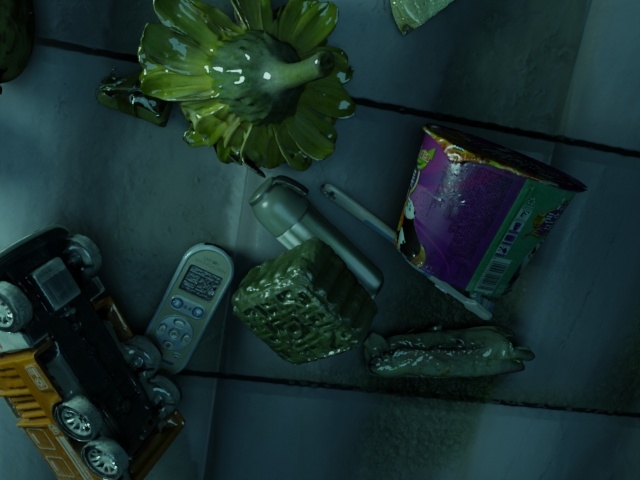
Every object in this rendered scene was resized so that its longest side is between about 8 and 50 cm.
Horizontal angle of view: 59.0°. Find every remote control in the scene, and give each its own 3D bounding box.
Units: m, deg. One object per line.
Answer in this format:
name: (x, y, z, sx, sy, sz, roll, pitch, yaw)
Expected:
remote control: (-0.220, 0.112, 0.922, 0.087, 0.047, 0.244, 28, 100, -11)

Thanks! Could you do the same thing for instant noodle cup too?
instant noodle cup: (0.235, -0.043, 0.854, 0.251, 0.251, 0.190, 16, 111, -12)

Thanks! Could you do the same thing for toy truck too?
toy truck: (-0.385, 0.183, 0.842, 0.207, 0.173, 0.387, -15, 109, 27)

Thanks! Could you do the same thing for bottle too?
bottle: (0.000, 0.000, 0.902, 0.254, 0.079, 0.096, 43, 119, -16)

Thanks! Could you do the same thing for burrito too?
burrito: (0.228, 0.201, 1.001, 0.310, 0.066, 0.096, 0, 110, -8)

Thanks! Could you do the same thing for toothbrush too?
toothbrush: (0.152, 0.025, 0.956, 0.386, 0.040, 0.040, 35, 98, -15)

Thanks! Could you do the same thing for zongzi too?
zongzi: (-0.260, -0.238, 0.820, 0.109, 0.055, 0.119, 17, 90, -11)

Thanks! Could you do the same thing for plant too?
plant: (-0.076, -0.198, 0.782, 0.306, 0.297, 0.261, -13, 137, -28)

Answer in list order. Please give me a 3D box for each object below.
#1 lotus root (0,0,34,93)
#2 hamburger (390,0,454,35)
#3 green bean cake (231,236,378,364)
lotus root: (-0.453, -0.341, 0.709, 0.173, 0.173, 0.308, 0, 101, -8)
hamburger: (0.157, -0.376, 0.842, 0.121, 0.054, 0.084, -34, 103, -1)
green bean cake: (-0.027, 0.105, 0.880, 0.182, 0.094, 0.173, -23, 117, 34)
